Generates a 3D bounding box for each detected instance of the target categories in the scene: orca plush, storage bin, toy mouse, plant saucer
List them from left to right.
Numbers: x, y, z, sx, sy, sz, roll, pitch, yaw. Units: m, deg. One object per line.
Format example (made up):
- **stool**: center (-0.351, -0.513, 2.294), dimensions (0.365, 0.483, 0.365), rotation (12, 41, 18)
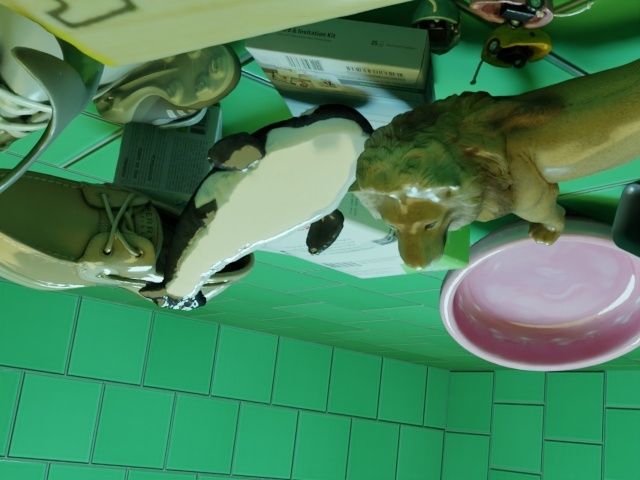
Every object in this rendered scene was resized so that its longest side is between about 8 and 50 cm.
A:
- **orca plush**: center (-0.061, -0.041, 0.792), dimensions (0.151, 0.102, 0.287), rotation (23, 123, -19)
- **toy mouse**: center (0.123, -0.175, 0.615), dimensions (0.143, 0.031, 0.161), rotation (15, 167, -31)
- **plant saucer**: center (0.345, 0.073, 1.193), dimensions (0.332, 0.084, 0.332), rotation (4, 138, 3)
- **storage bin**: center (0.437, -0.007, 0.961), dimensions (0.091, 0.098, 0.135), rotation (2, -163, -23)

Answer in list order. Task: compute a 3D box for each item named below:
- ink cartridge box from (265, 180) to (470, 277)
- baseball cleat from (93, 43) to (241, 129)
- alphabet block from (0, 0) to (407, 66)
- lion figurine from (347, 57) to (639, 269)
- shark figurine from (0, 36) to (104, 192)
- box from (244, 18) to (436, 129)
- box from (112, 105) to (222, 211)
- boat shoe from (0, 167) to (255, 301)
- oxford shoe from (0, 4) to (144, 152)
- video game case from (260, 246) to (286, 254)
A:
- **ink cartridge box**: center (0.037, -0.038, 1.036), dimensions (0.198, 0.115, 0.273), rotation (-8, 160, 44)
- **baseball cleat**: center (-0.133, -0.154, 0.789), dimensions (0.206, 0.072, 0.109), rotation (1, 179, 40)
- **alphabet block**: center (-0.058, -0.199, 0.296), dimensions (0.197, 0.192, 0.193), rotation (-4, 161, 32)
- **lion figurine**: center (0.231, -0.090, 0.660), dimensions (0.392, 0.142, 0.240), rotation (-24, 156, 21)
- **shark figurine**: center (-0.180, -0.150, 0.456), dimensions (0.116, 0.278, 0.166), rotation (-28, 170, 24)
- **box**: center (0.028, -0.144, 0.711), dimensions (0.145, 0.038, 0.186), rotation (11, 172, 12)
- **box**: center (-0.178, -0.082, 0.967), dimensions (0.103, 0.114, 0.203), rotation (9, 167, -5)
- **boat shoe**: center (-0.212, -0.011, 0.830), dimensions (0.110, 0.121, 0.341), rotation (-21, 156, 33)
- **oxford shoe**: center (-0.274, -0.151, 0.716), dimensions (0.449, 0.130, 0.169), rotation (-6, 159, 38)
- **video game case**: center (0.000, 0.000, 1.390), dimensions (0.206, 0.026, 0.227), rotation (10, 165, -12)
